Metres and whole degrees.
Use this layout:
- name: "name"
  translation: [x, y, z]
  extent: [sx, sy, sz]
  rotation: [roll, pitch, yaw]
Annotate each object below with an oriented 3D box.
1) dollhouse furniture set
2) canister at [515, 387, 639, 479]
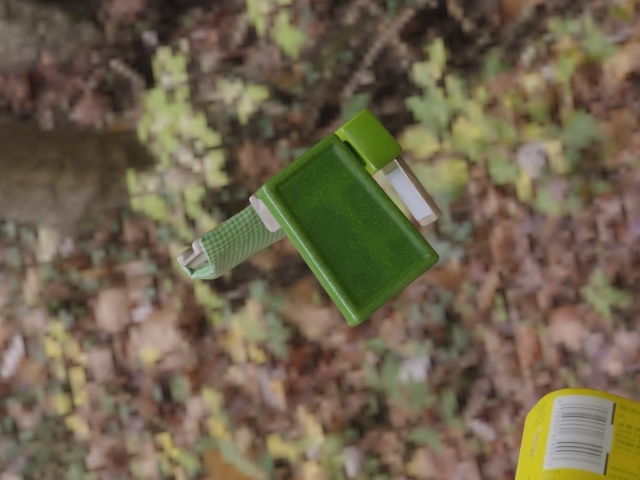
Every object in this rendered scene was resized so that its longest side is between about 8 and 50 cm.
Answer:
- name: "dollhouse furniture set"
  translation: [0.000, 0.000, 0.730]
  extent: [0.058, 0.076, 0.151]
  rotation: [53, 167, -1]
- name: "canister"
  translation: [0.137, 0.162, 0.867]
  extent: [0.073, 0.126, 0.170]
  rotation: [120, 167, -57]
